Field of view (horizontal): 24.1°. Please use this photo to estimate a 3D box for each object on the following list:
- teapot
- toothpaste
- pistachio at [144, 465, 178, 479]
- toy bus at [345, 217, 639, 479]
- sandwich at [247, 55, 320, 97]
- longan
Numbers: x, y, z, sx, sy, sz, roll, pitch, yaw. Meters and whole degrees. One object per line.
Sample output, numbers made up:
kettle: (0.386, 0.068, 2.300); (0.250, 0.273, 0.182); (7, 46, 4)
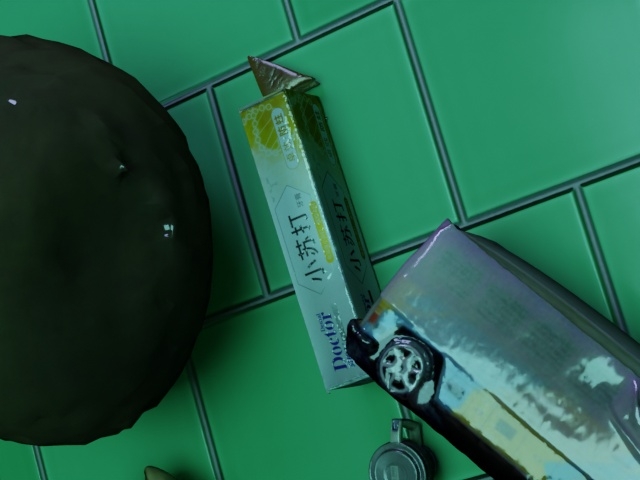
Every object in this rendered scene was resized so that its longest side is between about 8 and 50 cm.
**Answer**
teapot: (0.088, 0.222, 1.518); (0.066, 0.057, 0.088); (-4, 91, 29)
toothpaste: (0.000, 0.000, 1.552); (0.071, 0.089, 0.313); (-22, 79, 24)
pistachio: (-0.165, 0.400, 1.602); (0.193, 0.214, 0.318); (-12, 69, -13)
toy bus: (0.220, 0.143, 1.375); (0.386, 0.171, 0.162); (39, 105, 24)
sandwich: (-0.045, -0.168, 1.609); (0.083, 0.031, 0.044); (25, 101, 28)
longan: (-0.310, -0.007, 1.548); (0.436, 0.404, 0.404); (32, 109, -6)
